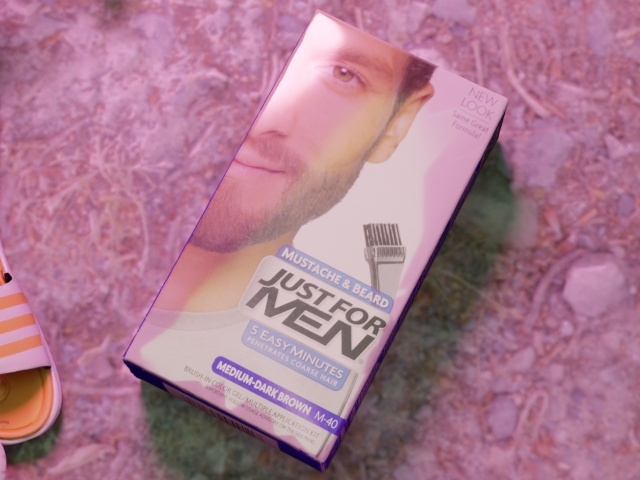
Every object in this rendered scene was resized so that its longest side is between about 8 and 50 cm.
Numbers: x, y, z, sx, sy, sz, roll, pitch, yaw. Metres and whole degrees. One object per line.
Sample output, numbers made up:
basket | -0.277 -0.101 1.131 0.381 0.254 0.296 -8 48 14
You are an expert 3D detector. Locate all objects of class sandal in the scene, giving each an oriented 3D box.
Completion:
sandal | -0.303 0.047 1.190 0.102 0.076 0.265 -22 78 -4

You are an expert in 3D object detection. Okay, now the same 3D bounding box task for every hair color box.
hair color box | 0.000 0.000 1.186 0.185 0.110 0.338 26 77 7

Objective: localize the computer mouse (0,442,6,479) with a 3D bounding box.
computer mouse | -0.350 0.200 1.176 0.193 0.042 0.106 -6 73 5
